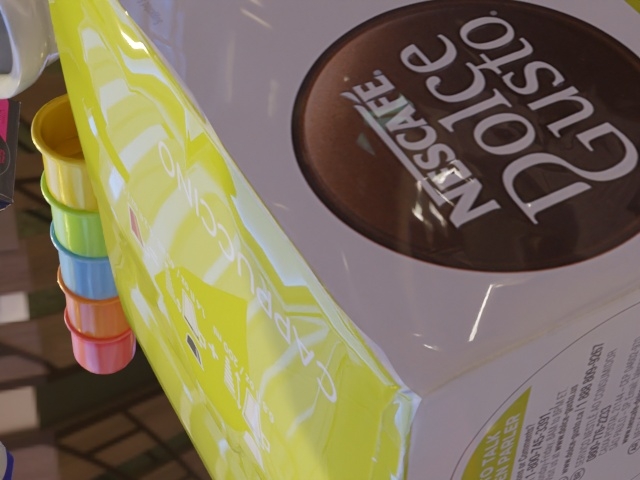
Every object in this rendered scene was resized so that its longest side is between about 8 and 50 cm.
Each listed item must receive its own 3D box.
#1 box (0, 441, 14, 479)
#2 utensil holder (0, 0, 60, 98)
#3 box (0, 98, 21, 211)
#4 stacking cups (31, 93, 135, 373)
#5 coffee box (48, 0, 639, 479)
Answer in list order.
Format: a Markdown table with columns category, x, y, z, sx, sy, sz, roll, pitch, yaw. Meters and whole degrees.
| category | x | y | z | sx | sy | sz | roll | pitch | yaw |
| --- | --- | --- | --- | --- | --- | --- | --- | --- | --- |
| box | -0.354 | 0.207 | 1.061 | 0.137 | 0.072 | 0.126 | 60 | -176 | -27 |
| utensil holder | -0.246 | -0.377 | 1.102 | 0.385 | 0.328 | 0.327 | -42 | -50 | -24 |
| box | -0.545 | -0.092 | 1.567 | 0.143 | 0.270 | 0.165 | 22 | -125 | -41 |
| stacking cups | -0.205 | 0.014 | 1.064 | 0.096 | 0.096 | 0.316 | -71 | -9 | -45 |
| coffee box | 0.086 | -0.012 | 0.588 | 0.337 | 0.334 | 0.338 | 54 | 157 | 36 |
